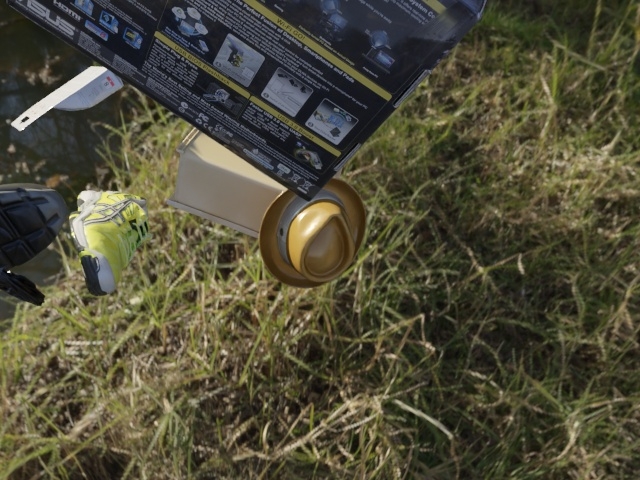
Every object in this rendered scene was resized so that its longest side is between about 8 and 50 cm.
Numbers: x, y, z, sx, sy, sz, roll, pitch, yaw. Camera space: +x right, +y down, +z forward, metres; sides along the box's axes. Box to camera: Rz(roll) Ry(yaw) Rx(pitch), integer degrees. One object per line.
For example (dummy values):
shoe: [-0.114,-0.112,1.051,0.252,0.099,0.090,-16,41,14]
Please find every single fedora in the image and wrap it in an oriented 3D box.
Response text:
fedora: [0.000,0.000,0.996,0.194,0.194,0.079,-15,29,-16]

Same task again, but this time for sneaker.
sneaker: [-0.415,-0.011,0.729,0.268,0.101,0.106,-20,30,1]
sneaker: [-0.434,-0.020,1.352,0.147,0.145,0.384,-9,30,-12]

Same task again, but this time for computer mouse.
computer mouse: [-0.314,0.004,0.580,0.071,0.242,0.041,15,68,11]

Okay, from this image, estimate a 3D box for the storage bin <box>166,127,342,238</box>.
storage bin: [-0.103,-0.139,1.195,0.262,0.123,0.260,20,41,3]

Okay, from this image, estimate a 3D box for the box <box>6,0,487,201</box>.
box: [-0.089,-0.243,0.621,0.395,0.318,0.097,33,53,-10]

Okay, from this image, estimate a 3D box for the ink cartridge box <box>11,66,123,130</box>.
ink cartridge box: [-0.435,-0.233,1.103,0.179,0.045,0.145,-44,31,-14]
